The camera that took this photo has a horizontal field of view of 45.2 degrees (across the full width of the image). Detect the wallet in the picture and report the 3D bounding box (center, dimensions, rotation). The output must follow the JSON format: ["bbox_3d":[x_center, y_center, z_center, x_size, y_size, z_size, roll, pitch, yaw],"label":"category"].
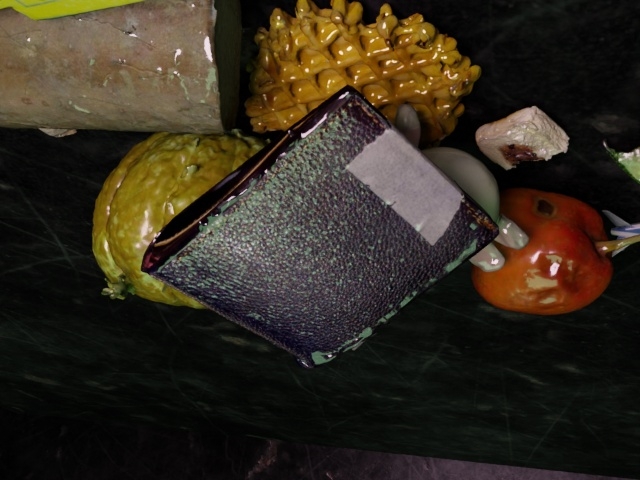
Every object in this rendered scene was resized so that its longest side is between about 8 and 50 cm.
[{"bbox_3d":[0.000,0.000,0.711,0.262,0.071,0.221,-36,124,26],"label":"wallet"}]

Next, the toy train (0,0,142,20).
[{"bbox_3d":[-0.192,-0.262,0.482,0.442,0.179,0.272,-2,167,25],"label":"toy train"}]

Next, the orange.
[{"bbox_3d":[-0.108,-0.024,0.898,0.301,0.223,0.300,9,-179,-1],"label":"orange"}]

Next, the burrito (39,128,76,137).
[{"bbox_3d":[-0.356,-0.172,0.900,0.058,0.045,0.188,24,168,37],"label":"burrito"}]

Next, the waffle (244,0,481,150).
[{"bbox_3d":[0.037,-0.154,0.781,0.229,0.051,0.231,16,153,-5],"label":"waffle"}]

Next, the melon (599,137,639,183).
[{"bbox_3d":[0.421,-0.073,0.786,0.262,0.053,0.114,8,132,14],"label":"melon"}]

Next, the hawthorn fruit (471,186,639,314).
[{"bbox_3d":[0.307,0.004,0.878,0.285,0.165,0.165,-11,147,39],"label":"hawthorn fruit"}]

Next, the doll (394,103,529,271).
[{"bbox_3d":[0.088,-0.054,0.783,0.275,0.113,0.155,21,129,-25],"label":"doll"}]

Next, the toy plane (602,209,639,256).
[{"bbox_3d":[0.444,-0.017,0.891,0.226,0.058,0.226,-11,135,31],"label":"toy plane"}]

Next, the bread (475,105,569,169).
[{"bbox_3d":[0.213,-0.108,0.820,0.083,0.035,0.070,-12,145,44],"label":"bread"}]

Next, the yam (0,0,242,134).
[{"bbox_3d":[-0.192,-0.176,0.699,0.268,0.161,0.161,2,153,15],"label":"yam"}]
